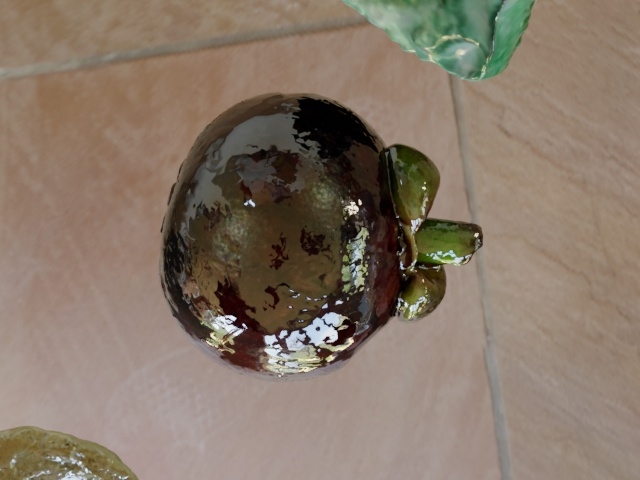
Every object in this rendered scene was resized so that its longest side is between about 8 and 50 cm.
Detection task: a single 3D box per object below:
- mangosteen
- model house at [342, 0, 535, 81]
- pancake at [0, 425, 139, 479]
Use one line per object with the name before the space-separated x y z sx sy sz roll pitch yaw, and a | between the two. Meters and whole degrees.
mangosteen | -0.011 0.005 0.903 0.216 0.216 0.216 2 111 4
model house | 0.166 -0.325 0.956 0.194 0.325 0.267 38 150 19
pancake | -0.177 0.180 0.768 0.151 0.025 0.152 -2 110 -5
